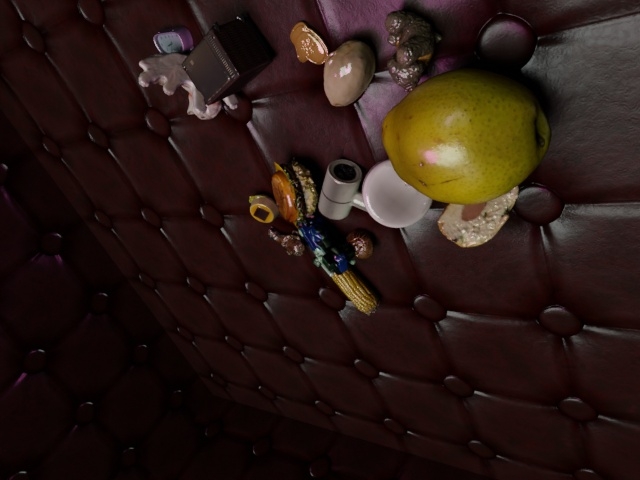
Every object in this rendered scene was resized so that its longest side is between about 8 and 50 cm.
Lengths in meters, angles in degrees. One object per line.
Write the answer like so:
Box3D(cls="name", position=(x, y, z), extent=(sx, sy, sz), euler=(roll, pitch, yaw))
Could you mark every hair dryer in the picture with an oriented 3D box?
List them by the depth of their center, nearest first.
Box3D(cls="hair dryer", position=(0.176, -0.134, 1.816), extent=(0.362, 0.128, 0.203), euler=(24, 140, 6))

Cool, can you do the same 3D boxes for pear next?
Box3D(cls="pear", position=(0.373, -0.266, 1.327), extent=(0.419, 0.362, 0.362), euler=(-1, 127, 36))

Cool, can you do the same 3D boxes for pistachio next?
Box3D(cls="pistachio", position=(0.080, -0.499, 1.513), extent=(0.152, 0.126, 0.223), euler=(8, 147, -19))

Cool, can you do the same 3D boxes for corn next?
Box3D(cls="corn", position=(0.136, 0.191, 2.162), extent=(0.318, 0.115, 0.115), euler=(47, 141, -10))

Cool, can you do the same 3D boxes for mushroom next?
Box3D(cls="mushroom", position=(0.156, 0.017, 1.990), extent=(0.126, 0.085, 0.109), euler=(16, 139, 40))

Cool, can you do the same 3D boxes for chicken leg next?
Box3D(cls="chicken leg", position=(-0.143, 0.005, 2.232), extent=(0.196, 0.080, 0.125), euler=(10, 124, 41))

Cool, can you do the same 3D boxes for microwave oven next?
Box3D(cls="microwave oven", position=(-0.309, -0.596, 1.676), extent=(0.247, 0.188, 0.178), euler=(-18, 110, 51))

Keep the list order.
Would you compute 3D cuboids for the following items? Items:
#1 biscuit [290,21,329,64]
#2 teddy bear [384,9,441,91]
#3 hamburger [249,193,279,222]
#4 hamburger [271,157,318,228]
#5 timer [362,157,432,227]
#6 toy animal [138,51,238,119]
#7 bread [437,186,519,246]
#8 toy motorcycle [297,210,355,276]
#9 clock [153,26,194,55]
Box3D(cls="biscuit", position=(-0.038, -0.604, 1.579), extent=(0.140, 0.023, 0.118), euler=(39, 141, -1))
Box3D(cls="teddy bear", position=(0.244, -0.508, 1.382), extent=(0.190, 0.140, 0.177), euler=(107, 149, -59))
Box3D(cls="hamburger", position=(-0.243, -0.142, 2.153), extent=(0.141, 0.081, 0.126), euler=(18, 141, 5))
Box3D(cls="hamburger", position=(-0.093, -0.176, 1.905), extent=(0.261, 0.139, 0.243), euler=(101, 146, -57))
Box3D(cls="timer", position=(0.251, -0.155, 1.625), extent=(0.234, 0.240, 0.233), euler=(0, 102, 1))
Box3D(cls="toy animal", position=(-0.498, -0.550, 1.838), extent=(0.188, 0.308, 0.266), euler=(-10, 101, 66))
Box3D(cls="bread", position=(0.471, -0.087, 1.541), extent=(0.184, 0.211, 0.224), euler=(35, 147, 16))
Box3D(cls="toy motorcycle", position=(0.000, 0.000, 2.032), extent=(0.331, 0.125, 0.196), euler=(47, 156, 33))
Box3D(cls="clock", position=(-0.531, -0.712, 1.838), extent=(0.153, 0.050, 0.110), euler=(8, 133, 33))
